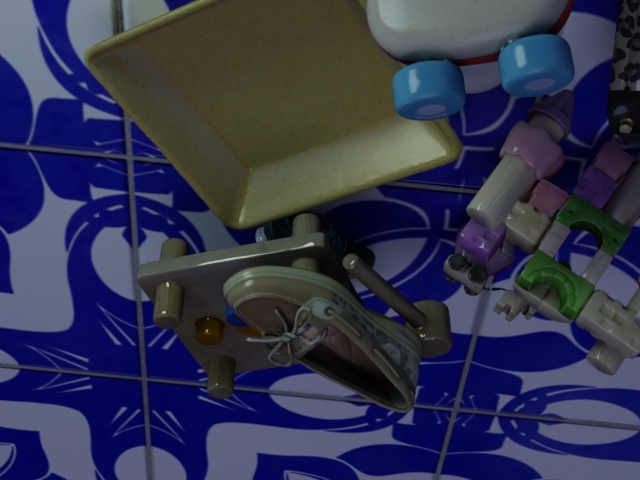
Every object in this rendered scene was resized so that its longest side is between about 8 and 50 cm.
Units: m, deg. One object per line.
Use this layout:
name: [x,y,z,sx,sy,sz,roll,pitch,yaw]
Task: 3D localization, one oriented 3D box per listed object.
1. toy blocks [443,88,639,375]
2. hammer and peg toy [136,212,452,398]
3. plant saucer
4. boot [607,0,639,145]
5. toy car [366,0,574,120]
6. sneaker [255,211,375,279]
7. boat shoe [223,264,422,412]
toy blocks: [0.339,-0.029,1.503,0.289,0.260,0.309,33,165,11]
hammer and peg toy: [-0.026,0.075,1.594,0.361,0.127,0.266,-11,141,16]
plant saucer: [-0.047,-0.181,1.444,0.333,0.081,0.332,-18,133,24]
boot: [0.455,-0.108,1.304,0.284,0.138,0.377,9,114,31]
toy car: [0.177,-0.228,1.320,0.210,0.219,0.238,-12,165,17]
sneaker: [0.000,0.000,1.658,0.166,0.065,0.076,15,134,-13]
boat shoe: [0.010,0.116,1.463,0.285,0.089,0.104,26,137,-28]
